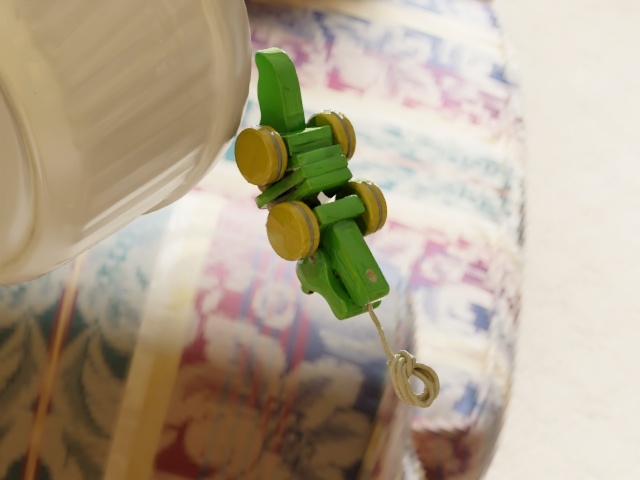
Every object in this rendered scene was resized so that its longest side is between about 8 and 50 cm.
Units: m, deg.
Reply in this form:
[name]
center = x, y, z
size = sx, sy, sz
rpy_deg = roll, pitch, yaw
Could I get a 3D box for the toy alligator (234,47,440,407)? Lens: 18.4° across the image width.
[toy alligator]
center = 0.000, 0.000, 0.953
size = 0.056, 0.051, 0.190
rpy_deg = -18, 81, -39

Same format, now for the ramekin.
[ramekin]
center = -0.176, -0.098, 0.935
size = 0.273, 0.273, 0.127
rpy_deg = 31, 50, 14
